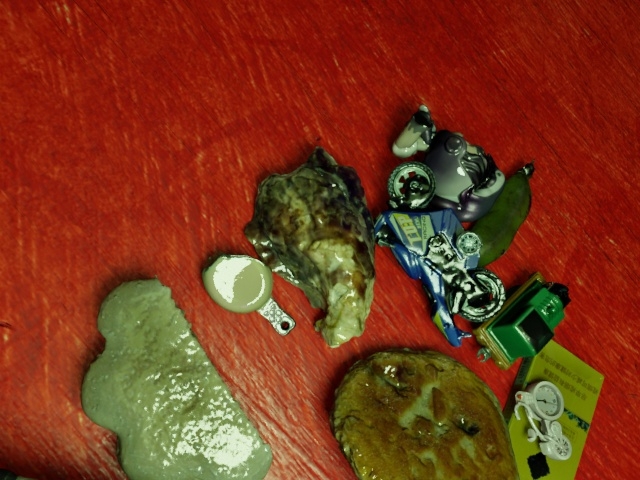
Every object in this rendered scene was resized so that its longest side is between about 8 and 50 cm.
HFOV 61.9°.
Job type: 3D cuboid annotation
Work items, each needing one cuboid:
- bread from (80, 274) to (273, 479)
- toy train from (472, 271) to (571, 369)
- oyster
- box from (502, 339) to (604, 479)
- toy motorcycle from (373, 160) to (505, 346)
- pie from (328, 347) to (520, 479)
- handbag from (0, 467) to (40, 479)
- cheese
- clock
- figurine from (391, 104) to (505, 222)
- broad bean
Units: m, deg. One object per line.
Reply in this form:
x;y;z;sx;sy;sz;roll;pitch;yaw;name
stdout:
-0.216;0.219;0.738;0.183;0.102;0.337;-33;86;-24;bread
0.364;0.139;0.941;0.227;0.136;0.091;-35;89;-21;toy train
-0.002;-0.003;0.857;0.271;0.100;0.275;30;88;14;oyster
0.403;0.325;0.953;0.153;0.041;0.279;34;67;-7;box
0.183;0.026;0.912;0.168;0.113;0.315;-32;87;4;toy motorcycle
0.157;0.286;0.795;0.315;0.092;0.315;11;41;-10;pie
-0.284;0.441;0.566;0.416;0.180;0.317;22;100;-11;handbag
-0.104;0.077;0.837;0.171;0.047;0.092;27;89;-9;cheese
0.380;0.307;0.909;0.087;0.041;0.129;-1;69;-22;clock
0.229;-0.132;0.972;0.222;0.145;0.145;39;67;2;figurine
0.340;-0.030;1.020;0.077;0.061;0.339;38;66;2;broad bean
